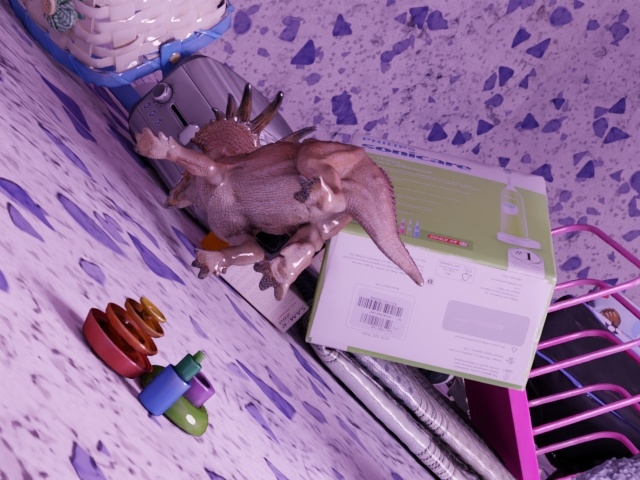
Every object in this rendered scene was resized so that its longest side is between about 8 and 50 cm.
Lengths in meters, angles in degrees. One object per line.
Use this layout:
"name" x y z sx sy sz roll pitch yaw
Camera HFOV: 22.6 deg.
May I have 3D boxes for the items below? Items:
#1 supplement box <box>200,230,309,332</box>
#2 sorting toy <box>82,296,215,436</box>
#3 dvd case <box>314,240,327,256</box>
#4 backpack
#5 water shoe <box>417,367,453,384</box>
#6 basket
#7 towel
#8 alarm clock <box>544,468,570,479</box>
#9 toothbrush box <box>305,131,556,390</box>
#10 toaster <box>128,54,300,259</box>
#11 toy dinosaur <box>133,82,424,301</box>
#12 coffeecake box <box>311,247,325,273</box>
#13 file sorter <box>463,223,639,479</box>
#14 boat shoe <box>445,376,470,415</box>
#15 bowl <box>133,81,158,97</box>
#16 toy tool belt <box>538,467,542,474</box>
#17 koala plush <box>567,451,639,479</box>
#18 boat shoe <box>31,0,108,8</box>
"supplement box" -0.061 0.032 1.466 0.098 0.036 0.062 44 5 -27
"sorting toy" -0.086 0.067 0.894 0.102 0.042 0.061 44 5 -32
"dvd case" 0.000 0.000 2.368 0.179 0.029 0.239 47 5 -2
"backpack" 0.358 0.201 2.051 0.276 0.213 0.263 45 -24 16
"water shoe" 0.079 0.119 1.931 0.203 0.073 0.080 42 27 -14
"basket" -0.217 -0.254 1.671 0.255 0.201 0.289 46 -24 32
"towel" 0.078 0.157 1.674 0.324 0.056 0.312 43 2 -18
"alarm clock" 0.346 0.364 2.176 0.129 0.064 0.192 45 7 -16
"toothbrush box" 0.108 0.012 1.540 0.206 0.122 0.283 13 23 0
"toaster" -0.083 -0.072 1.623 0.227 0.129 0.146 42 10 -45
"toy dinosaur" -0.027 -0.050 1.373 0.295 0.127 0.200 12 25 24
"coffeecake box" 0.085 0.088 2.133 0.185 0.068 0.142 50 5 24
"file sorter" 0.267 0.153 1.762 0.202 0.182 0.291 -124 -160 -67
"boat shoe" 0.197 0.187 2.067 0.078 0.070 0.219 -11 90 -84
"bowl" -0.154 -0.122 1.859 0.142 0.053 0.142 43 4 -46
"toy tool belt" 0.274 0.321 1.957 0.083 0.051 0.052 47 5 -1
"koala plush" 0.228 0.283 1.146 0.221 0.203 0.196 62 10 22
"boat shoe" -0.300 -0.294 1.843 0.076 0.080 0.228 52 8 23
